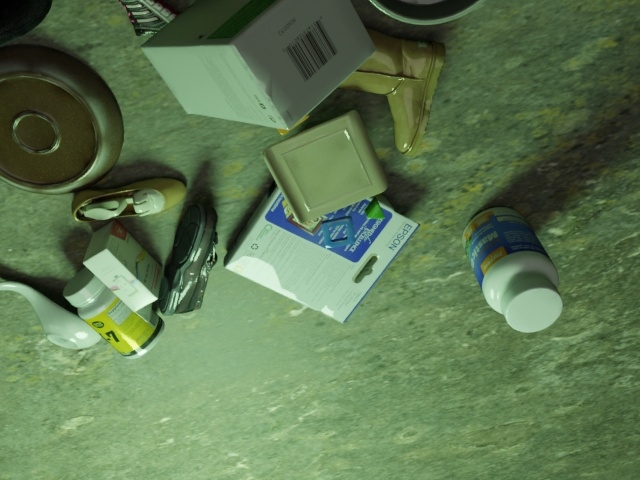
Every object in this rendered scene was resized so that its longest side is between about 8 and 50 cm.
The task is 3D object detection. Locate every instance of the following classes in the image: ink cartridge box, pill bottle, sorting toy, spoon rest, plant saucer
[{"bbox_3d":[-0.399,0.066,1.484,0.067,0.115,0.198,-29,122,14],"label":"ink cartridge box"},{"bbox_3d":[0.396,0.060,1.451,0.152,0.272,0.152,-2,123,-3],"label":"pill bottle"},{"bbox_3d":[0.000,0.000,1.504,0.307,0.072,0.303,26,115,-22],"label":"ink cartridge box"},{"bbox_3d":[0.010,-0.143,1.353,0.196,0.047,0.347,-23,121,6],"label":"sorting toy"},{"bbox_3d":[-0.611,0.162,1.546,0.276,0.084,0.137,30,147,-27],"label":"spoon rest"},{"bbox_3d":[-0.535,-0.212,1.332,0.311,0.050,0.310,-2,124,-3],"label":"plant saucer"},{"bbox_3d":[-0.450,0.152,1.534,0.119,0.119,0.208,-30,120,14],"label":"pill bottle"}]

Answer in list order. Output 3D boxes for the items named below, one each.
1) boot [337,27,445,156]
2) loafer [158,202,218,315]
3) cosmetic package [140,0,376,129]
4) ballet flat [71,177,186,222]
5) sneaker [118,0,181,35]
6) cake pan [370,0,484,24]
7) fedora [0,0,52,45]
[{"bbox_3d":[0.074,-0.289,1.315,0.270,0.089,0.236,8,116,-8],"label":"boot"},{"bbox_3d":[-0.266,0.042,1.501,0.095,0.109,0.302,4,131,-30],"label":"loafer"},{"bbox_3d":[-0.111,-0.298,1.099,0.197,0.366,0.155,-46,123,-16],"label":"cosmetic package"},{"bbox_3d":[-0.386,-0.072,1.419,0.232,0.073,0.080,-9,124,1],"label":"ballet flat"},{"bbox_3d":[-0.315,-0.395,1.219,0.170,0.063,0.074,28,110,-26],"label":"sneaker"},{"bbox_3d":[0.187,-0.517,1.187,0.293,0.054,0.293,-2,123,-3],"label":"cake pan"},{"bbox_3d":[-0.602,-0.383,1.111,0.334,0.333,0.152,18,151,-15],"label":"fedora"}]
